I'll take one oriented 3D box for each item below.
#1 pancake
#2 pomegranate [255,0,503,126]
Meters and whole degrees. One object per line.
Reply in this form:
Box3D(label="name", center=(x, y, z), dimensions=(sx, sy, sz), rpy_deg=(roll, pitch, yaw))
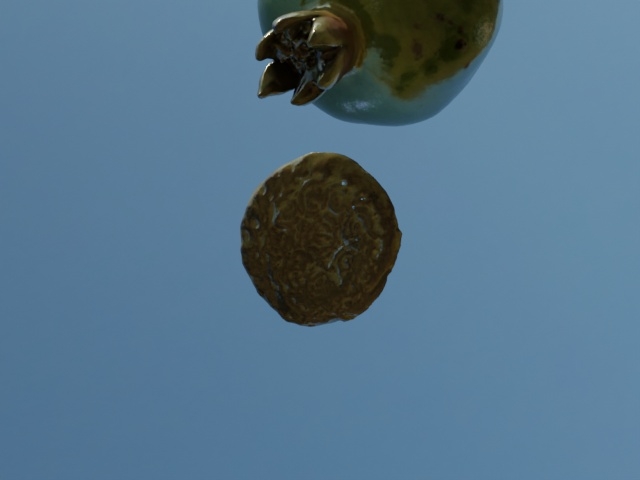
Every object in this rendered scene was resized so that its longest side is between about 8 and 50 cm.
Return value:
Box3D(label="pancake", center=(0.000, 0.000, 1.038), dimensions=(0.011, 0.115, 0.115), rpy_deg=(-13, -90, -71))
Box3D(label="pomegranate", center=(0.030, -0.163, 1.181), dimensions=(0.225, 0.187, 0.187), rpy_deg=(-41, -73, -48))
